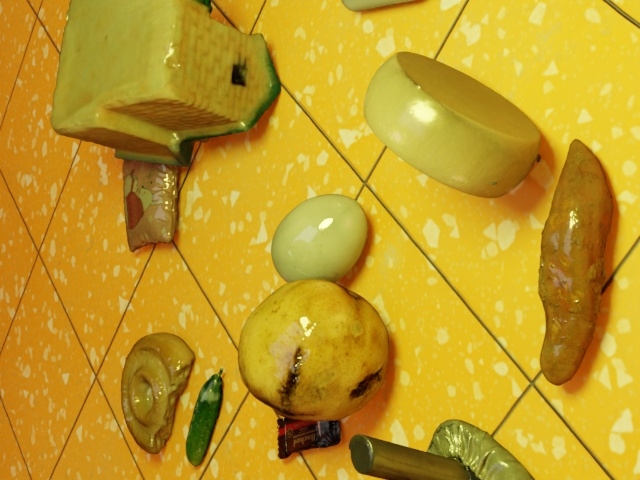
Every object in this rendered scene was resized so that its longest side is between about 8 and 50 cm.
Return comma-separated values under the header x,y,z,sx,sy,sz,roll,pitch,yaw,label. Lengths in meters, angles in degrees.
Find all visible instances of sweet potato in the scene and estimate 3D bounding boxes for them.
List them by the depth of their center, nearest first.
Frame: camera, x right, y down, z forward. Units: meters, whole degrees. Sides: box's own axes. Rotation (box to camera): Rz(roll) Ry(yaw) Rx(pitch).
x,y,z,sx,sy,sz,roll,pitch,yaw,label
0.350,0.028,1.364,0.106,0.095,0.355,64,-149,-88,sweet potato

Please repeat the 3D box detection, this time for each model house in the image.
x,y,z,sx,sy,sz,roll,pitch,yaw,label
-0.295,-0.345,2.014,0.382,0.342,0.335,0,80,42,model house

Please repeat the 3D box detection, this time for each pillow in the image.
x,y,z,sx,sy,sz,roll,pitch,yaw,label
-0.398,-0.095,2.289,0.223,0.084,0.236,-14,75,51,pillow

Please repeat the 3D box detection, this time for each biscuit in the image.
x,y,z,sx,sy,sz,roll,pitch,yaw,label
-0.387,0.336,2.246,0.213,0.091,0.274,30,113,45,biscuit

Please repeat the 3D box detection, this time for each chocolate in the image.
x,y,z,sx,sy,sz,roll,pitch,yaw,label
-0.024,0.361,1.855,0.182,0.028,0.086,-30,58,45,chocolate

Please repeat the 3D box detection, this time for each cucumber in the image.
x,y,z,sx,sy,sz,roll,pitch,yaw,label
-0.250,0.379,2.105,0.056,0.056,0.250,34,114,46,cucumber

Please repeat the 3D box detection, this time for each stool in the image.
x,y,z,sx,sy,sz,roll,pitch,yaw,label
0.171,0.462,1.459,0.310,0.226,0.311,41,120,44,stool

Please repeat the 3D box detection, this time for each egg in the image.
x,y,z,sx,sy,sz,roll,pitch,yaw,label
0.000,0.000,1.749,0.209,0.151,0.151,-45,55,38,egg

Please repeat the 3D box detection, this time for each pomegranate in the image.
x,y,z,sx,sy,sz,roll,pitch,yaw,label
-0.012,0.191,1.676,0.260,0.260,0.261,-4,85,50,pomegranate

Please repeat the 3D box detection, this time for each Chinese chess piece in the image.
x,y,z,sx,sy,sz,roll,pitch,yaw,label
0.191,-0.170,1.435,0.273,0.273,0.102,51,122,39,Chinese chess piece

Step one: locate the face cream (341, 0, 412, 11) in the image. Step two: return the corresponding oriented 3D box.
x,y,z,sx,sy,sz,roll,pitch,yaw,label
0.143,-0.471,1.667,0.291,0.071,0.144,7,94,50,face cream
